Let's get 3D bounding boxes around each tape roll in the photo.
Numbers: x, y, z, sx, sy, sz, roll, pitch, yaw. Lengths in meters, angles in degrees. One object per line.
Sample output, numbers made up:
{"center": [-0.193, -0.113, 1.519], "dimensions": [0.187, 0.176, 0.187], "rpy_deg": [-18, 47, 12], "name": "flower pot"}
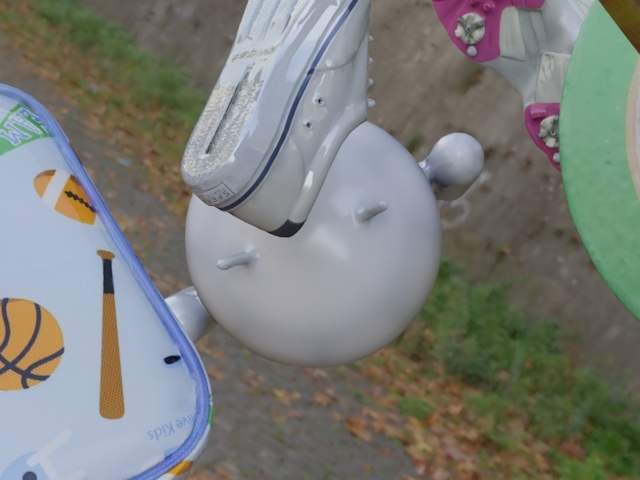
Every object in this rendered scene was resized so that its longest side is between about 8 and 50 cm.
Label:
{"center": [0.302, -0.065, 0.727], "dimensions": [0.321, 0.321, 0.077], "rpy_deg": [33, 9, 27], "name": "tape roll"}

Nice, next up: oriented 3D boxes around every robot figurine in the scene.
{"center": [0.000, 0.000, 1.055], "dimensions": [0.200, 0.300, 0.353], "rpy_deg": [57, 3, 3], "name": "robot figurine"}

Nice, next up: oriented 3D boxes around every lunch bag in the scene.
{"center": [-0.207, 0.069, 0.492], "dimensions": [0.303, 0.115, 0.243], "rpy_deg": [-20, 65, -28], "name": "lunch bag"}

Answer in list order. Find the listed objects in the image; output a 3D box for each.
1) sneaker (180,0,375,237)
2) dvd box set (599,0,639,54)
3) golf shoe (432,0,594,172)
{"center": [-0.004, -0.121, 0.853], "dimensions": [0.091, 0.258, 0.094], "rpy_deg": [38, -19, -35], "name": "sneaker"}
{"center": [0.170, -0.074, 0.409], "dimensions": [0.420, 0.062, 0.307], "rpy_deg": [49, 3, -13], "name": "dvd box set"}
{"center": [0.193, -0.178, 1.068], "dimensions": [0.140, 0.115, 0.306], "rpy_deg": [-18, 75, -53], "name": "golf shoe"}
